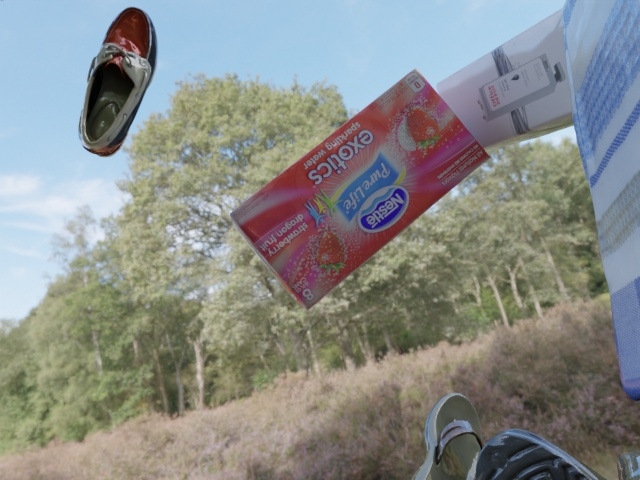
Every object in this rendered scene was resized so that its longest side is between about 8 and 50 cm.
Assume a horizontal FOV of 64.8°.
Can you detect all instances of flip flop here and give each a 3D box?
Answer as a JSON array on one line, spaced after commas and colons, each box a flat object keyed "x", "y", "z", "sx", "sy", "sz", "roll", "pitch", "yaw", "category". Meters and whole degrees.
[{"x": 0.206, "y": 0.330, "z": 0.762, "sx": 0.080, "sy": 0.112, "sz": 0.277, "roll": -46, "pitch": -7, "yaw": 31, "category": "flip flop"}]

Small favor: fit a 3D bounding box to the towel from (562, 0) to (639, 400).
[{"x": 0.173, "y": -0.071, "z": 0.251, "sx": 0.034, "sy": 0.284, "sz": 0.209, "roll": -3, "pitch": -20, "yaw": 13, "category": "towel"}]

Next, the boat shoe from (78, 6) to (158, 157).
[{"x": -0.173, "y": -0.138, "z": 0.428, "sx": 0.049, "sy": 0.136, "sz": 0.043, "roll": 16, "pitch": -6, "yaw": -10, "category": "boat shoe"}]

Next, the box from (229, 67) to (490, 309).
[{"x": 0.046, "y": -0.058, "z": 0.667, "sx": 0.300, "sy": 0.154, "sz": 0.142, "roll": -38, "pitch": -1, "yaw": -8, "category": "box"}]

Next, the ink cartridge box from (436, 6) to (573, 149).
[{"x": 0.323, "y": -0.211, "z": 0.638, "sx": 0.207, "sy": 0.117, "sz": 0.283, "roll": -17, "pitch": 1, "yaw": -28, "category": "ink cartridge box"}]

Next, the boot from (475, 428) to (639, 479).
[{"x": 0.440, "y": 0.372, "z": 0.706, "sx": 0.445, "sy": 0.367, "sz": 0.146, "roll": 1, "pitch": -52, "yaw": -53, "category": "boot"}]
